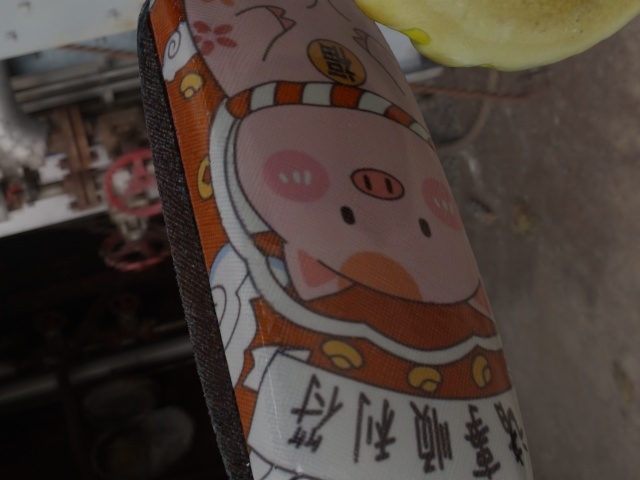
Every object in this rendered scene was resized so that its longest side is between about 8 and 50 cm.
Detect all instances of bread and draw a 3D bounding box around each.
[{"bbox_3d":[0.069,-0.107,0.462,0.083,0.157,0.094,-135,34,-57],"label":"bread"}]

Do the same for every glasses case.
[{"bbox_3d":[0.000,0.000,0.459,0.067,0.103,0.266,-51,46,43],"label":"glasses case"}]
